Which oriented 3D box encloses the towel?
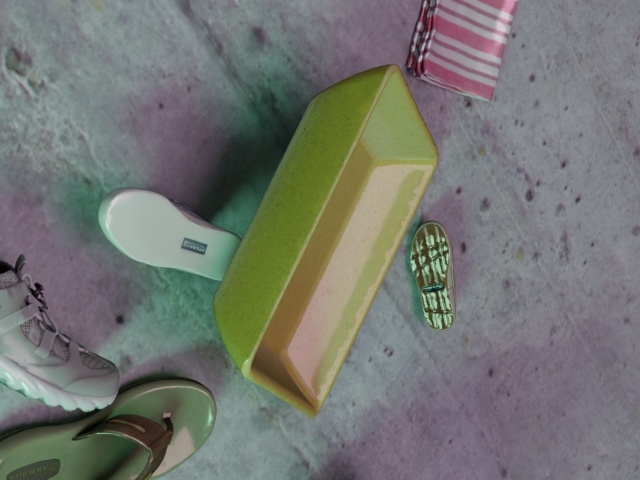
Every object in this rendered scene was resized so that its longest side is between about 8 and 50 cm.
[{"bbox_3d":[0.177,-0.267,1.885,0.144,0.029,0.197,12,95,-45],"label":"towel"}]

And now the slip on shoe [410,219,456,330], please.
[{"bbox_3d":[0.137,0.038,1.940,0.041,0.051,0.135,-66,145,-68],"label":"slip on shoe"}]

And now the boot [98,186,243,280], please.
[{"bbox_3d":[-0.162,-0.010,1.608,0.190,0.086,0.069,28,86,-46],"label":"boot"}]

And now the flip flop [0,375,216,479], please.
[{"bbox_3d":[-0.213,0.214,1.636,0.277,0.080,0.112,-12,111,-40],"label":"flip flop"}]

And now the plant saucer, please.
[{"bbox_3d":[0.000,0.000,1.699,0.333,0.081,0.333,-64,164,-7],"label":"plant saucer"}]

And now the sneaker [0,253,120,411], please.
[{"bbox_3d":[-0.280,0.074,1.510,0.281,0.105,0.115,33,81,-44],"label":"sneaker"}]
